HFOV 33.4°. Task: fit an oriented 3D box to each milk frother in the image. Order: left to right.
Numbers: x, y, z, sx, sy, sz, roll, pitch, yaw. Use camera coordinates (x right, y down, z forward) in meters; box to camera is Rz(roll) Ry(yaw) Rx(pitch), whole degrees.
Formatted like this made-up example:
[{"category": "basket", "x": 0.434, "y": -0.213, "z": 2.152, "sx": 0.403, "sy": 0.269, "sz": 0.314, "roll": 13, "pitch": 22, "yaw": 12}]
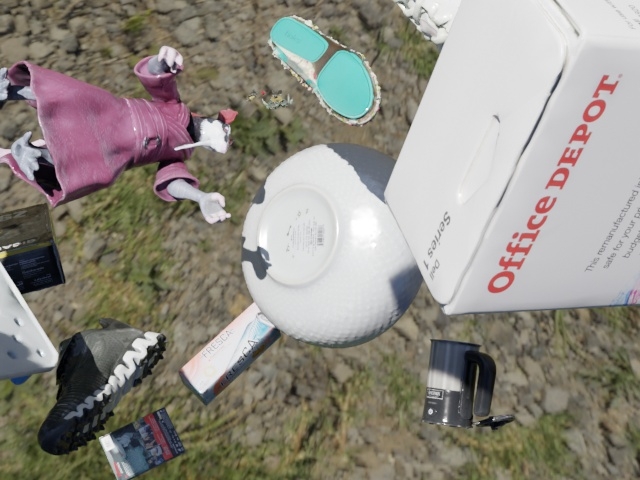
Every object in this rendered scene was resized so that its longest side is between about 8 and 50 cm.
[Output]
[{"category": "milk frother", "x": 0.243, "y": 0.234, "z": 1.716, "sx": 0.129, "sy": 0.143, "sz": 0.135, "roll": 4, "pitch": 83, "yaw": 34}]

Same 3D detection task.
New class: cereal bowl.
[{"category": "cereal bowl", "x": 0.000, "y": 0.000, "z": 1.718, "sx": 0.339, "sy": 0.141, "sz": 0.339, "roll": -8, "pitch": 76, "yaw": 34}]

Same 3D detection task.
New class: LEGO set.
[{"category": "LEGO set", "x": -0.083, "y": -0.234, "z": 1.804, "sx": 0.083, "sy": 0.054, "sz": 0.023, "roll": 24, "pitch": 136, "yaw": 34}]

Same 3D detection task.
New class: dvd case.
[{"category": "dvd case", "x": -0.294, "y": 0.339, "z": 1.766, "sx": 0.119, "sy": 0.013, "sz": 0.087, "roll": -25, "pitch": 67, "yaw": -16}]

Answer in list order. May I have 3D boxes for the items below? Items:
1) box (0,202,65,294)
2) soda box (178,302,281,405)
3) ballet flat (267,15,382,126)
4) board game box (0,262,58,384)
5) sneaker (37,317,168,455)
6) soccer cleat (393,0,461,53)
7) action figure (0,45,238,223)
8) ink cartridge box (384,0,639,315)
[{"category": "box", "x": -0.566, "y": 0.039, "z": 1.649, "sx": 0.322, "sy": 0.257, "sz": 0.079, "roll": -15, "pitch": 107, "yaw": -12}, {"category": "soda box", "x": -0.153, "y": 0.193, "z": 1.823, "sx": 0.063, "sy": 0.058, "sz": 0.183, "roll": 39, "pitch": 70, "yaw": 23}, {"category": "ballet flat", "x": 0.018, "y": -0.228, "z": 1.464, "sx": 0.091, "sy": 0.077, "sz": 0.241, "roll": -43, "pitch": 55, "yaw": 6}, {"category": "board game box", "x": -0.488, "y": 0.001, "z": 1.032, "sx": 0.050, "sy": 0.390, "sz": 0.390, "roll": -42, "pitch": 73, "yaw": 21}, {"category": "sneaker", "x": -0.286, "y": 0.168, "z": 1.291, "sx": 0.106, "sy": 0.234, "sz": 0.078, "roll": 27, "pitch": 126, "yaw": 10}, {"category": "soccer cleat", "x": 0.147, "y": -0.281, "z": 1.242, "sx": 0.331, "sy": 0.116, "sz": 0.143, "roll": 23, "pitch": 80, "yaw": 13}, {"category": "action figure", "x": -0.281, "y": -0.141, "z": 1.541, "sx": 0.275, "sy": 0.370, "sz": 0.248, "roll": -1, "pitch": 93, "yaw": 48}, {"category": "ink cartridge box", "x": 0.205, "y": -0.065, "z": 0.667, "sx": 0.278, "sy": 0.117, "sz": 0.201, "roll": -1, "pitch": 133, "yaw": -24}]
